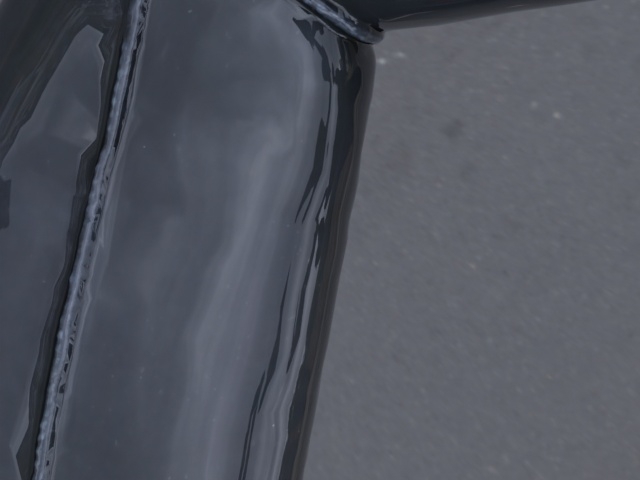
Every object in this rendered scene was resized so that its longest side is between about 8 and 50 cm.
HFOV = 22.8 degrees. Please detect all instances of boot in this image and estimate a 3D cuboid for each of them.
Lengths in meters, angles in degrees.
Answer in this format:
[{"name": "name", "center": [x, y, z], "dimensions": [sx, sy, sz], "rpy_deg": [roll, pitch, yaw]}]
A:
[{"name": "boot", "center": [-0.002, -0.001, 0.687], "dimensions": [0.367, 0.146, 0.445], "rpy_deg": [19, 97, 21]}]
